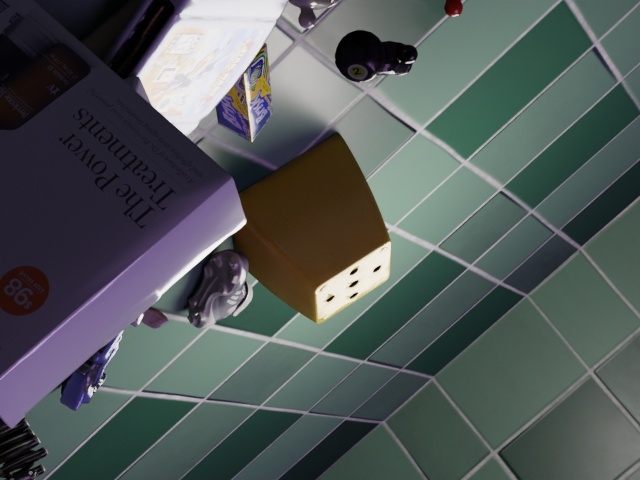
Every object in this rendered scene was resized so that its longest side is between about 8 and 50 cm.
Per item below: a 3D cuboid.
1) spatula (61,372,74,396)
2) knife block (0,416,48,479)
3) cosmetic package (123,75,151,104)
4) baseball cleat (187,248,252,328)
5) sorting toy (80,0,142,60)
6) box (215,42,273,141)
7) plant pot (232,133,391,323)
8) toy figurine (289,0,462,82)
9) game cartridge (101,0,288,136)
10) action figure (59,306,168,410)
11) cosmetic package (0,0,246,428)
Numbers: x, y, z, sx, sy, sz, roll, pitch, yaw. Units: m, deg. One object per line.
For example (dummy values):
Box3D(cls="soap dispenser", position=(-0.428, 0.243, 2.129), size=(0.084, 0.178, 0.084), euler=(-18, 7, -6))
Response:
Box3D(cls="spatula", position=(-0.349, 0.162, 2.071), size=(0.030, 0.084, 0.296), euler=(12, 139, -28))
Box3D(cls="knife block", position=(-0.570, 0.350, 2.083), size=(0.276, 0.242, 0.088), euler=(15, 141, -5))
Box3D(cls="cosmetic package", position=(-0.282, -0.040, 1.422), size=(0.225, 0.224, 0.138), euler=(-15, 122, 12))
Box3D(cls="baseball cleat", position=(-0.147, 0.067, 2.182), size=(0.109, 0.072, 0.206), euler=(-19, 161, -38))
Box3D(cls="sorting toy", position=(-0.235, -0.180, 1.600), size=(0.193, 0.038, 0.208), euler=(-39, 158, 2))
Box3D(cls="box", position=(-0.101, -0.198, 1.724), size=(0.054, 0.059, 0.169), euler=(-55, 165, -21))
Box3D(cls="plant pot", position=(0.000, 0.000, 2.110), size=(0.212, 0.187, 0.212), euler=(-33, 158, -14))
Box3D(cls="toy figurine", position=(0.061, -0.307, 1.577), size=(0.213, 0.209, 0.148), euler=(-46, 168, 20))
Box3D(cls="game cartridge", position=(-0.160, -0.208, 1.545), size=(0.198, 0.062, 0.297), euler=(-6, 144, -52))
Box3D(cls="action figure", position=(-0.276, 0.030, 1.694), size=(0.341, 0.178, 0.330), euler=(-65, 165, -4))
Box3D(cls="cosmetic package", position=(-0.299, -0.059, 1.236), size=(0.284, 0.377, 0.097), euler=(-43, 157, -14))
